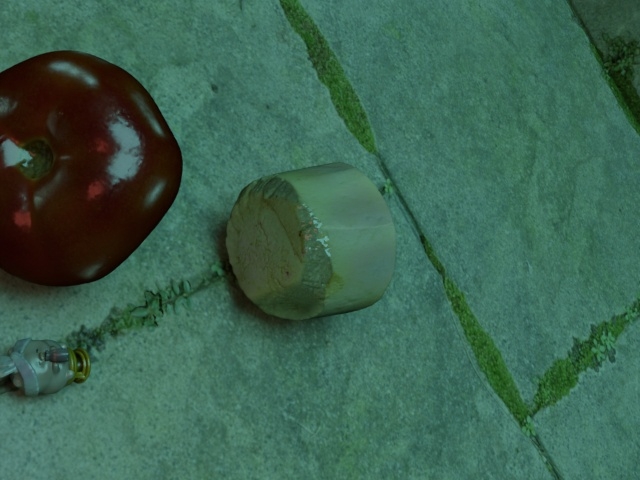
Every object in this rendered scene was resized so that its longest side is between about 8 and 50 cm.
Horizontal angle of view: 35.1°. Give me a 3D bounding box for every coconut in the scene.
[{"bbox_3d":[0.000,0.000,1.546,0.244,0.239,0.239,-7,73,-44],"label":"coconut"}]

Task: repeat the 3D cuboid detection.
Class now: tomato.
[{"bbox_3d":[-0.315,-0.087,1.302,0.226,0.298,0.299,51,21,-76],"label":"tomato"}]

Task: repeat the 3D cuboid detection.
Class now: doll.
[{"bbox_3d":[-0.344,0.153,1.255,0.127,0.084,0.073,6,63,-48],"label":"doll"}]
